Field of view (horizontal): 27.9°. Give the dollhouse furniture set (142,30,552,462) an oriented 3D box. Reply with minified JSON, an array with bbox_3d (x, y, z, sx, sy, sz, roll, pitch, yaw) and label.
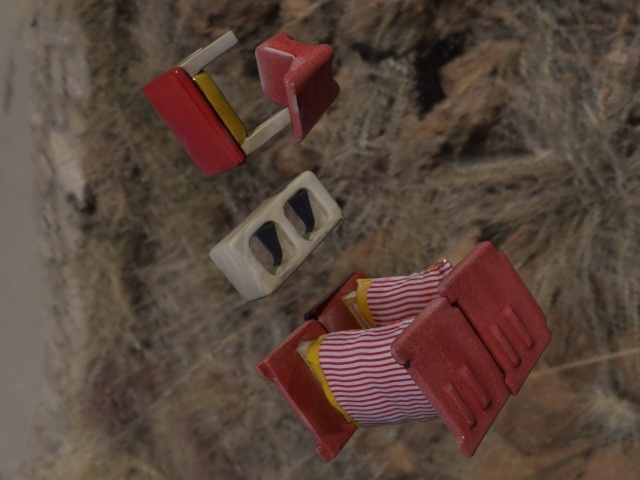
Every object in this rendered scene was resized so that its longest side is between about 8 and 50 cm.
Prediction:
[{"bbox_3d":[0.000,0.000,1.088,0.201,0.152,0.374,-18,113,52],"label":"dollhouse furniture set"}]
